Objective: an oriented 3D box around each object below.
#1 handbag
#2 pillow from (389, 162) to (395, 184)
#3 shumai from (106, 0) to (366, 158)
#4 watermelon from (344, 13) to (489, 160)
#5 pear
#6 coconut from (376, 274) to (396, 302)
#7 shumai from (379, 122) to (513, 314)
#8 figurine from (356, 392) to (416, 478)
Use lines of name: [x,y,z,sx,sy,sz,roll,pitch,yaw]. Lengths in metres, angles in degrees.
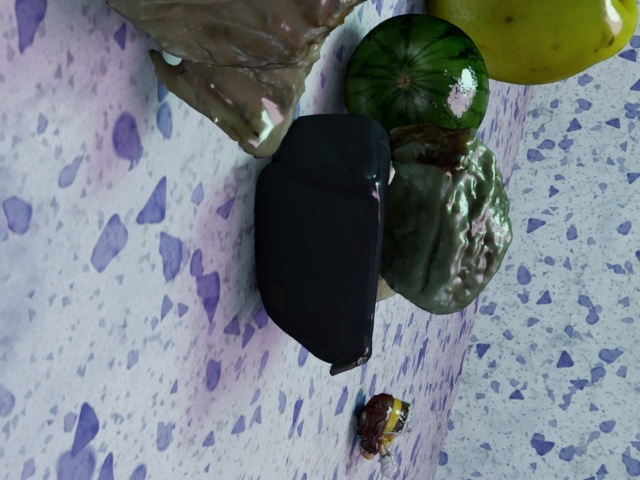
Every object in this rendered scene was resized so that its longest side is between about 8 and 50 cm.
handbag: [-0.003,-0.001,1.172,0.275,0.177,0.302,-74,169,-65]
pillow: [0.174,-0.152,1.737,0.280,0.076,0.275,9,91,-65]
shumai: [-0.031,-0.217,0.799,0.314,0.267,0.262,-27,145,-11]
watermelon: [0.154,-0.241,1.379,0.242,0.242,0.242,12,90,-71]
pear: [0.408,-0.484,1.689,0.362,0.418,0.363,-19,115,-48]
coconut: [0.065,0.037,1.440,0.147,0.152,0.147,21,60,-40]
shumai: [0.151,-0.036,1.268,0.222,0.225,0.261,31,73,-44]
figurine: [0.141,0.427,1.921,0.240,0.115,0.175,86,26,-52]
